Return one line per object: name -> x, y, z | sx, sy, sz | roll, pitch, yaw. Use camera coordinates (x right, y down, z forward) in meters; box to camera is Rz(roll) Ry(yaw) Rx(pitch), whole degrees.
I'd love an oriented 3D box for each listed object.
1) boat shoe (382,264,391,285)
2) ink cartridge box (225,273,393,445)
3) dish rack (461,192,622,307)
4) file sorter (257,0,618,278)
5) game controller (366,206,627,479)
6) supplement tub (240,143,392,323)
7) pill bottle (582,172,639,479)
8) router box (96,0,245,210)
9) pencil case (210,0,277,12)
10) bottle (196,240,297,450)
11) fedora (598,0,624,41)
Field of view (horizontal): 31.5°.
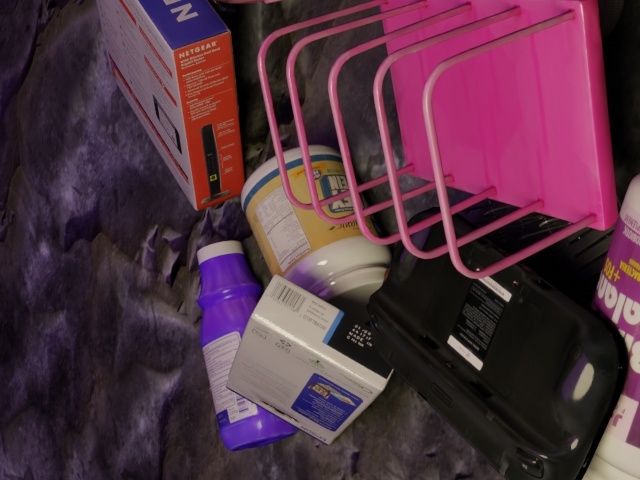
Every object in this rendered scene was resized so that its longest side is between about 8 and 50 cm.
boat shoe -> 0.163, 0.131, 1.169 | 0.104, 0.110, 0.307 | -44, 52, 27
ink cartridge box -> -0.018, 0.151, 1.346 | 0.065, 0.165, 0.333 | -61, -1, -23
dish rack -> 0.205, -0.053, 1.140 | 0.208, 0.074, 0.272 | -46, 59, 58
file sorter -> 0.093, -0.106, 1.031 | 0.290, 0.182, 0.202 | 22, 130, 55
game controller -> 0.149, 0.091, 1.036 | 0.319, 0.067, 0.167 | 42, 109, 52
supplement tub -> 0.000, 0.000, 1.378 | 0.144, 0.144, 0.200 | -50, 55, 41
pill bottle -> 0.307, 0.103, 0.973 | 0.169, 0.169, 0.302 | 32, 117, 46
router box -> -0.220, -0.259, 1.591 | 0.335, 0.082, 0.301 | 55, 159, 34
pencil case -> -0.124, -0.495, 1.493 | 0.167, 0.160, 0.386 | -39, 63, 51
bottle -> -0.110, 0.143, 1.569 | 0.118, 0.092, 0.283 | -31, 68, 48
fedora -> 0.188, -0.291, 1.100 | 0.275, 0.243, 0.124 | 92, -157, -73
